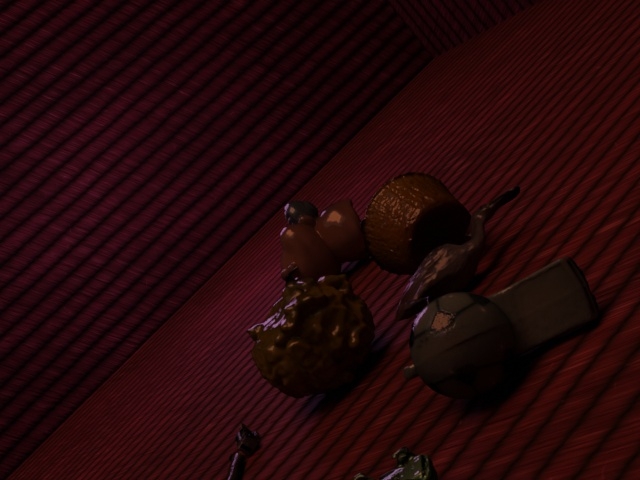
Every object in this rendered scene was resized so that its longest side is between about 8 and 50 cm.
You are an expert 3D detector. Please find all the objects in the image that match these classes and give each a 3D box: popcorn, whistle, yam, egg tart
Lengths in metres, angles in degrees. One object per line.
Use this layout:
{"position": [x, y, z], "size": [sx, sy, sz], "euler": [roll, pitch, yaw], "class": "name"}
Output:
{"position": [-0.019, 0.171, 1.872], "size": [0.249, 0.225, 0.249], "euler": [-35, 22, 16], "class": "popcorn"}
{"position": [0.225, 0.131, 1.391], "size": [0.289, 0.163, 0.163], "euler": [-35, 13, 34], "class": "whistle"}
{"position": [-0.164, 0.435, 1.845], "size": [0.033, 0.027, 0.129], "euler": [1, 17, 5], "class": "yam"}
{"position": [0.198, -0.021, 1.949], "size": [0.215, 0.215, 0.171], "euler": [-43, 22, -6], "class": "egg tart"}

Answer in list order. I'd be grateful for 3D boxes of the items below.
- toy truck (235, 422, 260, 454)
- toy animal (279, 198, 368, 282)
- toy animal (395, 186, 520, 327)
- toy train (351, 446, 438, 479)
{"position": [-0.144, 0.388, 1.939], "size": [0.044, 0.039, 0.083], "euler": [-58, 10, 0], "class": "toy truck"}
{"position": [0.014, 0.015, 2.483], "size": [0.221, 0.230, 0.210], "euler": [1, -12, 9], "class": "toy animal"}
{"position": [0.240, 0.051, 1.800], "size": [0.195, 0.090, 0.324], "euler": [-15, 37, 52], "class": "toy animal"}
{"position": [0.089, 0.338, 1.272], "size": [0.149, 0.081, 0.099], "euler": [-34, 12, 9], "class": "toy train"}
